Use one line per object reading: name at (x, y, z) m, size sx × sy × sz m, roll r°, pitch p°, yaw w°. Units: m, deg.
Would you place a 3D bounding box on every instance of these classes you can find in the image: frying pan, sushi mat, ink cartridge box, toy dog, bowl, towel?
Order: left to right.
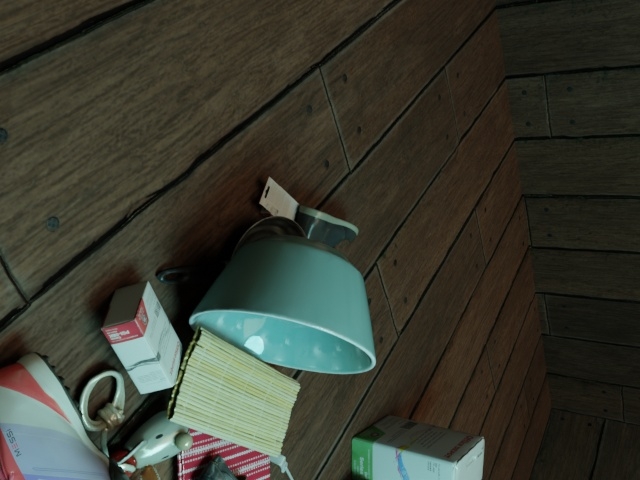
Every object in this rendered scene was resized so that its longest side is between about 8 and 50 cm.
toy dog at (-0.287, 0.361, 0.868) m, size 0.334 × 0.160 × 0.220 m, roll -59°, pitch 138°, yaw -35°
ink cartridge box at (-0.263, 0.145, 0.941) m, size 0.099 × 0.056 × 0.135 m, roll -96°, pitch 169°, yaw -60°
towel at (-0.171, 0.363, 1.117) m, size 0.198 × 0.031 × 0.275 m, roll -3°, pitch 93°, yaw -44°
sushi mat at (-0.138, 0.271, 1.088) m, size 0.316 × 0.019 × 0.152 m, roll 43°, pitch 56°, yaw -49°
frying pan at (-0.145, 0.074, 1.155) m, size 0.326 × 0.053 × 0.197 m, roll -29°, pitch 120°, yaw -35°
ink cartridge box at (-0.089, -0.071, 1.243) m, size 0.115 × 0.029 × 0.063 m, roll 42°, pitch 59°, yaw -48°
bowl at (-0.046, 0.100, 1.051) m, size 0.311 × 0.311 × 0.163 m, roll 43°, pitch 53°, yaw -49°
ink cartridge box at (0.247, 0.548, 1.586) m, size 0.201 × 0.278 × 0.117 m, roll -7°, pitch 98°, yaw -56°

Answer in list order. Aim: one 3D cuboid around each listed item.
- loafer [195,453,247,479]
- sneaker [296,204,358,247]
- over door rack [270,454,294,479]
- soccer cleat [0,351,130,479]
loafer at (-0.142, 0.435, 1.087) m, size 0.170 × 0.062 × 0.061 m, roll 53°, pitch 52°, yaw -33°
sneaker at (0.000, 0.000, 1.359) m, size 0.222 × 0.083 × 0.118 m, roll 18°, pitch 94°, yaw -59°
over door rack at (-0.072, 0.613, 1.268) m, size 0.240 × 0.108 × 0.324 m, roll -60°, pitch 138°, yaw -35°
soccer cleat at (-0.310, 0.283, 0.748) m, size 0.116 × 0.318 × 0.109 m, roll -29°, pitch 160°, yaw -35°
